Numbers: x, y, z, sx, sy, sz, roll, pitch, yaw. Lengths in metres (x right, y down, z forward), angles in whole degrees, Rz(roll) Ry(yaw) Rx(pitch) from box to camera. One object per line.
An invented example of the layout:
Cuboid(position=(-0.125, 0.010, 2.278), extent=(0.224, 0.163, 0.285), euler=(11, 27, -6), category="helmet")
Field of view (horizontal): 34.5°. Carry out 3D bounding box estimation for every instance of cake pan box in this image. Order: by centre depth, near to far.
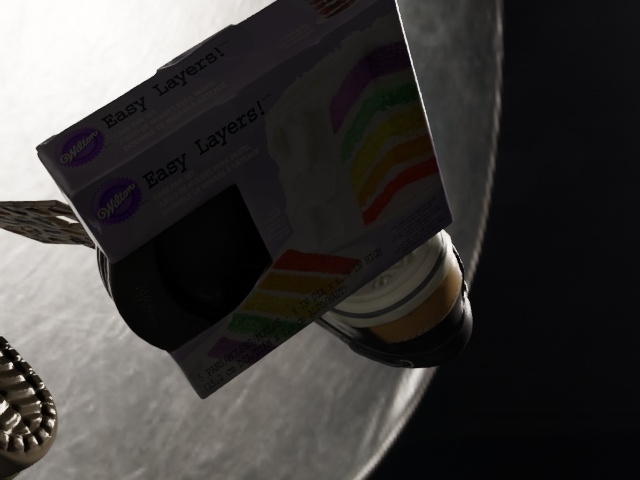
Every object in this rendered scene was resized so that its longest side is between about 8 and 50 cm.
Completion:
Cuboid(position=(-0.042, -0.034, 0.750), extent=(0.070, 0.266, 0.246), euler=(45, -16, 43), category="cake pan box")

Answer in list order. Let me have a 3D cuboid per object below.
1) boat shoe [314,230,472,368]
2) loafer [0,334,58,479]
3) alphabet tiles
Cuboid(position=(0.000, 0.000, 1.159), extent=(0.156, 0.187, 0.500), euler=(52, -10, -33), category="boat shoe")
Cuboid(position=(-0.255, 0.038, 0.545), extent=(0.268, 0.092, 0.102), euler=(46, 15, 15), category="loafer")
Cuboid(position=(-0.302, -0.013, 1.214), extent=(0.198, 0.237, 0.009), euler=(25, 73, -47), category="alphabet tiles")
